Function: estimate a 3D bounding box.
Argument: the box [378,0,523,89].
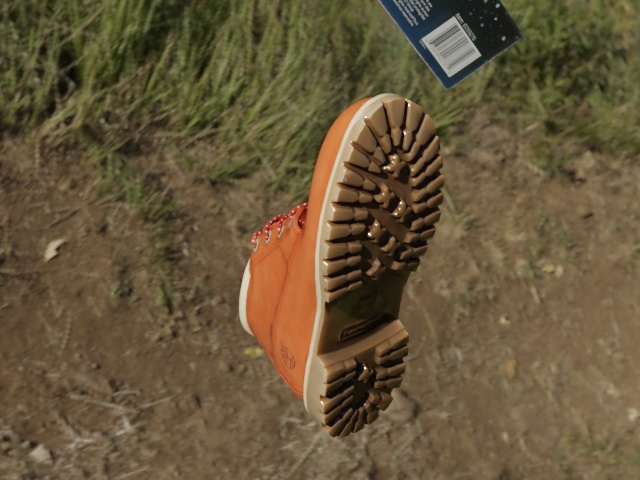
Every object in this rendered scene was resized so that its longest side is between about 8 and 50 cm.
[{"bbox_3d":[-0.007,-0.191,0.487,0.233,0.044,0.159,45,17,-39],"label":"box"}]

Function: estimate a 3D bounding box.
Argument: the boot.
[{"bbox_3d":[0.000,0.000,0.474,0.059,0.158,0.084,-15,41,-34],"label":"boot"}]
